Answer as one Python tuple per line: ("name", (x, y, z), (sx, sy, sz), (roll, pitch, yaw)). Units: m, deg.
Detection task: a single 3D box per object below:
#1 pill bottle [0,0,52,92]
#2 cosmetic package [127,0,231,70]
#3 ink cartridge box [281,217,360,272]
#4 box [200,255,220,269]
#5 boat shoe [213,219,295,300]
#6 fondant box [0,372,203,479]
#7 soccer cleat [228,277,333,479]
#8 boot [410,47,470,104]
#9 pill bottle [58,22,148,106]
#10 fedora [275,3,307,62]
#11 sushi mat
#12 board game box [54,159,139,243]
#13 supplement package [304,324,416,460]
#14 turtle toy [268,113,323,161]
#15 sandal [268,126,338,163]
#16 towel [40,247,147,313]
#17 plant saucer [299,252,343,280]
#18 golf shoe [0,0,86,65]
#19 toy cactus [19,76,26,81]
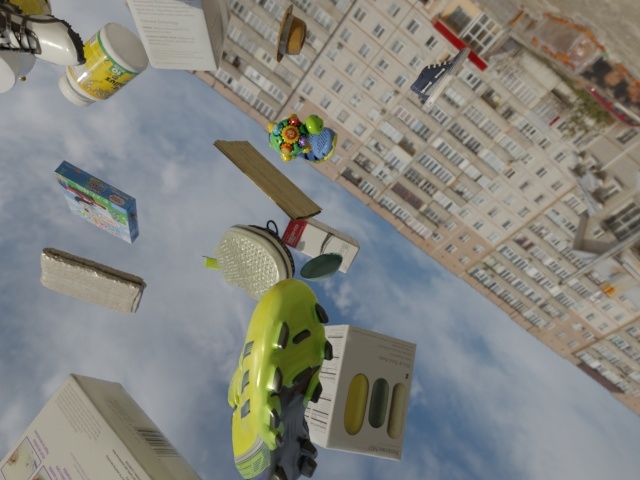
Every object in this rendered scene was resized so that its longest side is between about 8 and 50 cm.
("pill bottle", (-0.836, -0.547, 1.110), (0.188, 0.188, 0.333), (17, -130, -36))
("cosmetic package", (-0.289, -0.555, 0.825), (0.157, 0.384, 0.217), (2, -122, 1))
("ink cartridge box", (0.000, 0.000, 1.614), (0.273, 0.114, 0.197), (25, -171, -3))
("box", (-0.357, 0.094, 1.606), (0.179, 0.042, 0.109), (11, 174, -5))
("boat shoe", (-0.152, 0.040, 1.077), (0.156, 0.500, 0.186), (-21, -86, -21))
("fondant box", (-0.332, 0.378, 0.535), (0.238, 0.330, 0.096), (29, 168, 31))
("soccer cleat", (-0.060, 0.155, 0.441), (0.121, 0.288, 0.094), (27, -143, 32))
("boot", (0.348, -0.497, 1.243), (0.086, 0.189, 0.069), (37, -177, 2))
("pill bottle", (-0.521, -0.407, 1.013), (0.117, 0.209, 0.117), (43, -146, -40))
("fedora", (-0.094, -0.691, 1.446), (0.079, 0.194, 0.194), (18, -146, -4))
("sushi mat", (-0.138, -0.170, 1.161), (0.316, 0.019, 0.151), (43, -153, 11))
("board game box", (-0.494, -0.077, 0.962), (0.160, 0.211, 0.039), (29, -117, -8))
("supplement package", (0.080, 0.358, 1.034), (0.200, 0.198, 0.262), (20, -110, -21))
("turtle toy", (-0.054, -0.240, 0.955), (0.095, 0.130, 0.066), (64, 176, -6))
("sandal", (-0.074, -0.350, 1.519), (0.138, 0.318, 0.126), (18, -99, -45))
("towel", (-0.654, 0.120, 1.230), (0.283, 0.187, 0.049), (23, -134, -16))
("plant saucer", (0.005, 0.072, 1.106), (0.119, 0.120, 0.021), (-68, -42, -57))
("golf shoe", (-0.460, -0.310, 0.655), (0.198, 0.077, 0.093), (22, -137, 9))
("toy cactus", (-0.999, -0.579, 1.298), (0.219, 0.112, 0.180), (35, 164, 28))
